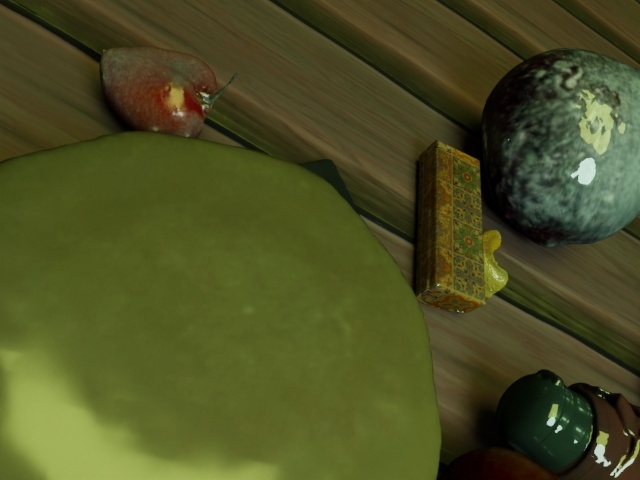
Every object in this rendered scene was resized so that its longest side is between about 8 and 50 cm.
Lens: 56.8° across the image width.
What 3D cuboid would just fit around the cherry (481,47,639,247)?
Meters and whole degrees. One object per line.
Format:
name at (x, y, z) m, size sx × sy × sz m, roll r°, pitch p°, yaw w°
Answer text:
cherry at (0.346, -0.134, 0.815) m, size 0.255 × 0.218 × 0.296 m, roll 20°, pitch 70°, yaw -23°

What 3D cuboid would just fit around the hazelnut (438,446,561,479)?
hazelnut at (0.177, 0.303, 0.537) m, size 0.170 × 0.160 × 0.201 m, roll 4°, pitch 100°, yaw -13°

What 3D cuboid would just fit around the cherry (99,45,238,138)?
cherry at (-0.163, -0.154, 0.623) m, size 0.126 × 0.087 × 0.106 m, roll 35°, pitch 58°, yaw 14°

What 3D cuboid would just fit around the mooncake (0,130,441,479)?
mooncake at (-0.109, 0.107, 0.451) m, size 0.379 × 0.201 × 0.378 m, roll 15°, pitch 54°, yaw -21°

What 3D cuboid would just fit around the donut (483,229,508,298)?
donut at (0.219, 0.024, 0.769) m, size 0.067 × 0.038 × 0.083 m, roll 44°, pitch 54°, yaw 2°

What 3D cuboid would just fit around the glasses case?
glasses case at (0.162, -0.020, 0.753) m, size 0.075 × 0.049 × 0.218 m, roll 21°, pitch 56°, yaw -22°

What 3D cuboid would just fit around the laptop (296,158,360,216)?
laptop at (0.000, 0.000, 0.677) m, size 0.135 × 0.016 × 0.197 m, roll -15°, pitch 74°, yaw -34°

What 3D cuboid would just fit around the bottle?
bottle at (0.302, 0.247, 0.636) m, size 0.271 × 0.143 × 0.156 m, roll 38°, pitch 92°, yaw -9°
